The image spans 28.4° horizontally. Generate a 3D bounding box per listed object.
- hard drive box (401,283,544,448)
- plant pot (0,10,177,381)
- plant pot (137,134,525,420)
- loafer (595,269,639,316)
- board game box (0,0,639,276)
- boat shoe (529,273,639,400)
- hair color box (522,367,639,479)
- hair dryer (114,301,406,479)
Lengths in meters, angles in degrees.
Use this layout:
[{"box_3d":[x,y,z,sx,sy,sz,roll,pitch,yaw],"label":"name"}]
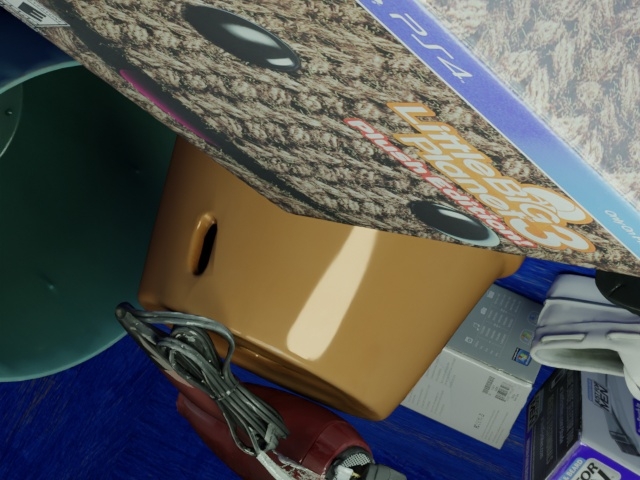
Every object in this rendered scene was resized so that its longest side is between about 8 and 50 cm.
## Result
[{"box_3d":[0.107,0.100,1.283,0.232,0.089,0.181,24,152,9],"label":"hard drive box"},{"box_3d":[-0.279,-0.063,1.086,0.235,0.293,0.293,36,176,38],"label":"plant pot"},{"box_3d":[0.000,0.000,0.926,0.291,0.203,0.291,25,168,5],"label":"plant pot"},{"box_3d":[0.283,0.050,0.907,0.170,0.062,0.061,29,-179,30],"label":"loafer"},{"box_3d":[0.030,-0.109,0.561,0.232,0.141,0.291,35,165,-36],"label":"board game box"},{"box_3d":[0.277,0.092,1.009,0.095,0.084,0.258,35,165,-32],"label":"boat shoe"},{"box_3d":[0.364,0.257,1.227,0.339,0.110,0.185,32,-153,-4],"label":"hair color box"},{"box_3d":[-0.049,0.113,0.911,0.223,0.080,0.293,43,161,-2],"label":"hair dryer"}]
